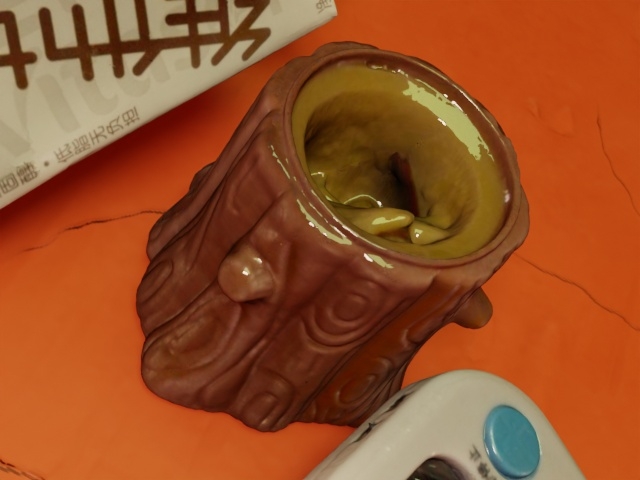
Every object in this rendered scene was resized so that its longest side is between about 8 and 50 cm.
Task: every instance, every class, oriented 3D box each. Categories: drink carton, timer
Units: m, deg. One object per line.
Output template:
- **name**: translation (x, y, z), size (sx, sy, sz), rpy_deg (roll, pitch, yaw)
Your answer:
- **drink carton**: translation (-0.162, -0.168, 0.640), size (0.325, 0.132, 0.194), rpy_deg (-35, 116, -26)
- **timer**: translation (0.091, 0.224, 0.607), size (0.237, 0.087, 0.262), rpy_deg (-35, 93, -39)

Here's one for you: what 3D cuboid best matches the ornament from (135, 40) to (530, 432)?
- **ornament**: translation (0.000, 0.000, 0.647), size (0.221, 0.217, 0.235), rpy_deg (-23, 73, -37)
